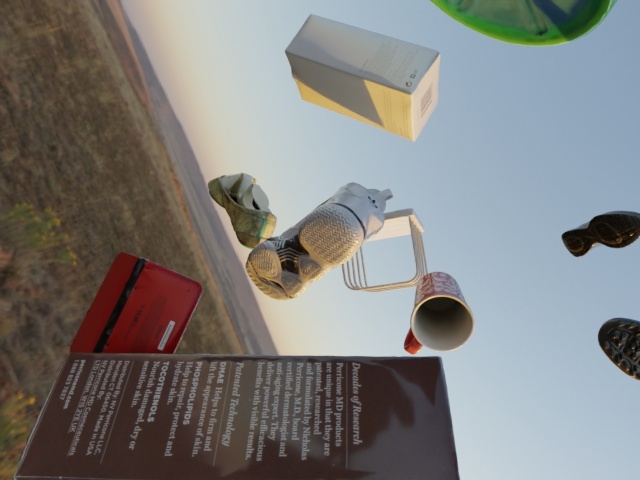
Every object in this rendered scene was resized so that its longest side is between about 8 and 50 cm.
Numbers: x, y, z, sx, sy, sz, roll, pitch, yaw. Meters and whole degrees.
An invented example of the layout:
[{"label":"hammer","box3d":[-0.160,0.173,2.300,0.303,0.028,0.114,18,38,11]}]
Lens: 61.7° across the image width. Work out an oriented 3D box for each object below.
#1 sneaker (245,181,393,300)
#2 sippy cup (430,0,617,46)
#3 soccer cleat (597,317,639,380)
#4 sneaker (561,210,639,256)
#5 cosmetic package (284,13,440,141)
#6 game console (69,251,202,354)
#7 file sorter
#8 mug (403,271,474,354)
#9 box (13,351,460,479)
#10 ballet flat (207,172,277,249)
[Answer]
[{"label":"sneaker","box3d":[0.000,0.000,1.140,0.366,0.210,0.137,-32,-86,47]},{"label":"sippy cup","box3d":[0.215,-0.347,0.501,0.240,0.224,0.305,37,-6,-38]},{"label":"soccer cleat","box3d":[0.680,0.229,1.075,0.116,0.318,0.108,-91,-155,-73]},{"label":"sneaker","box3d":[0.816,-0.038,1.519,0.109,0.130,0.286,62,-16,1]},{"label":"cosmetic package","box3d":[0.115,-0.443,1.457,0.385,0.156,0.217,28,-15,20]},{"label":"game console","box3d":[-0.228,0.097,0.658,0.124,0.144,0.085,24,-11,-8]},{"label":"file sorter","box3d":[0.167,0.039,1.372,0.278,0.193,0.173,23,59,-73]},{"label":"mug","box3d":[0.217,0.135,1.051,0.113,0.150,0.169,63,15,-10]},{"label":"box","box3d":[-0.068,0.219,0.550,0.191,0.382,0.143,87,6,-46]},{"label":"ballet flat","box3d":[-0.193,-0.105,1.352,0.348,0.123,0.123,-128,-161,-51]}]
